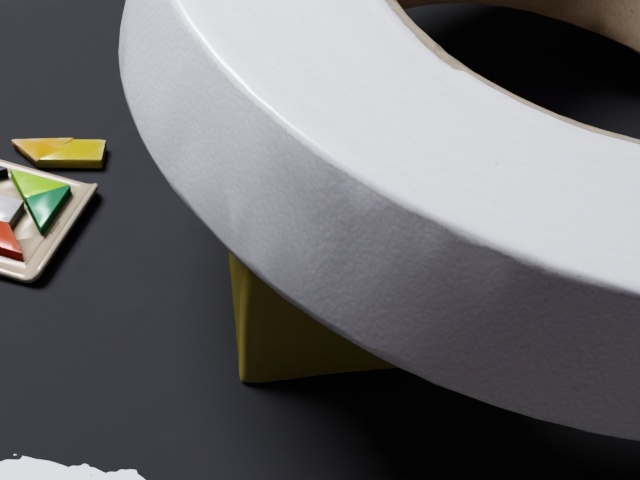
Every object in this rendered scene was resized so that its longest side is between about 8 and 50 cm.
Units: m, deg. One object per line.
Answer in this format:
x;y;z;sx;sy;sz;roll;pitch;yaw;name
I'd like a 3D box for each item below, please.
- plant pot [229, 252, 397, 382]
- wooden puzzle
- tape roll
0.000;0.000;0.720;0.081;0.083;0.081;-7;44;-2;plant pot
-0.149;-0.014;0.794;0.078;0.014;0.116;7;46;11;wooden puzzle
0.110;-0.074;0.721;0.392;0.072;0.392;12;38;-9;tape roll
